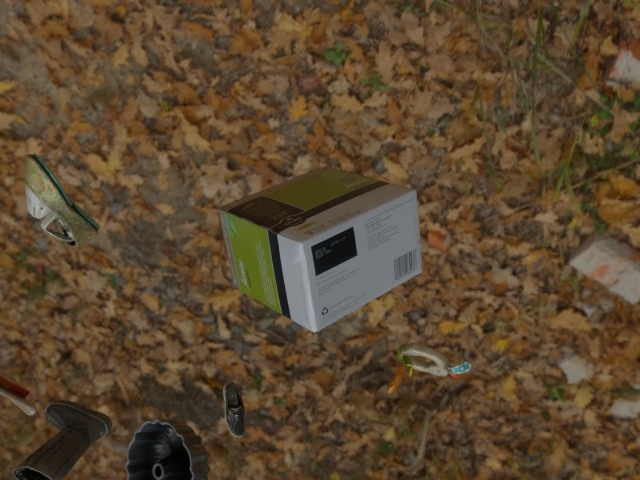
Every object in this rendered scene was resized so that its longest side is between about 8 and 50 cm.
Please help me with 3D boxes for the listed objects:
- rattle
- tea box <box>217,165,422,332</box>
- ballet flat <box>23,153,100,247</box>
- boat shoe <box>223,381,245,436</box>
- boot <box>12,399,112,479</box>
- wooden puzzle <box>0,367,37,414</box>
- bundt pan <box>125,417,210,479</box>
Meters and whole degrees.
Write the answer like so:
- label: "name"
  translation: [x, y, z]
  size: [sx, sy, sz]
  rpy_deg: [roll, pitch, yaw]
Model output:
- label: "rattle"
  translation: [0.288, 0.356, 1.757]
  size: [0.200, 0.142, 0.130]
  rpy_deg: [30, 132, -14]
- label: "tea box"
  translation: [0.000, 0.000, 1.543]
  size: [0.323, 0.329, 0.220]
  rpy_deg: [24, 130, 47]
- label: "ballet flat"
  translation: [-0.685, -0.084, 1.739]
  size: [0.123, 0.123, 0.348]
  rpy_deg: [13, 155, 15]
- label: "boat shoe"
  translation: [-0.239, 0.468, 1.871]
  size: [0.056, 0.152, 0.049]
  rpy_deg: [-12, 169, -20]
- label: "boot"
  translation: [-0.578, 0.440, 1.457]
  size: [0.190, 0.208, 0.076]
  rpy_deg: [3, 119, 23]
- label: "wooden puzzle"
  translation: [-0.790, 0.311, 1.611]
  size: [0.221, 0.044, 0.238]
  rpy_deg: [31, 155, 19]
- label: "bundt pan"
  translation: [-0.485, 0.742, 2.212]
  size: [0.331, 0.331, 0.124]
  rpy_deg: [-11, 169, 36]
